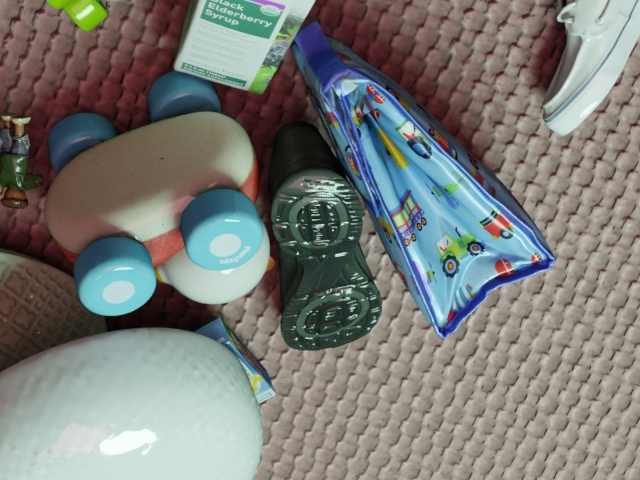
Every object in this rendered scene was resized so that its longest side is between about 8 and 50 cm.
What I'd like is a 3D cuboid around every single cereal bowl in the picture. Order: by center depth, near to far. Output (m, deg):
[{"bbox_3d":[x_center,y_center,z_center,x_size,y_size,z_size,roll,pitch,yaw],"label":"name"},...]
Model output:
[{"bbox_3d":[-0.207,0.243,1.269,0.338,0.141,0.339,-16,143,-13],"label":"cereal bowl"}]

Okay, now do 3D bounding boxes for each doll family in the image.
[{"bbox_3d":[-0.362,-0.072,1.256,0.193,0.076,0.111,12,107,32],"label":"doll family"}]

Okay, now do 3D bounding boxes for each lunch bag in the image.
[{"bbox_3d":[0.072,-0.089,1.232,0.138,0.221,0.293,-35,109,5],"label":"lunch bag"}]

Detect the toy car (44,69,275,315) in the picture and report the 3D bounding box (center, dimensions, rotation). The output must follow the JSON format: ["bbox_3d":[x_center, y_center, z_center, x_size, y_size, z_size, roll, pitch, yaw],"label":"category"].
[{"bbox_3d":[-0.138,0.000,1.281,0.210,0.219,0.238,-23,138,2],"label":"toy car"}]

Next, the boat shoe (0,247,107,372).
[{"bbox_3d":[-0.448,0.108,1.235,0.500,0.156,0.187,-7,86,-34],"label":"boat shoe"}]

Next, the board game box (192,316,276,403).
[{"bbox_3d":[-0.162,0.170,1.356,0.201,0.035,0.136,-29,144,4],"label":"board game box"}]

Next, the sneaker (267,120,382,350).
[{"bbox_3d":[0.000,0.000,1.306,0.109,0.130,0.286,-7,136,-6],"label":"sneaker"}]

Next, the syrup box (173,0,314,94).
[{"bbox_3d":[-0.063,-0.228,1.160,0.093,0.237,0.096,14,72,-11],"label":"syrup box"}]

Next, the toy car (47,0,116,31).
[{"bbox_3d":[-0.227,-0.322,1.193,0.155,0.149,0.188,-39,80,3],"label":"toy car"}]

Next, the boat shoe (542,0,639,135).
[{"bbox_3d":[0.278,-0.233,1.285,0.084,0.095,0.258,28,93,-10],"label":"boat shoe"}]
